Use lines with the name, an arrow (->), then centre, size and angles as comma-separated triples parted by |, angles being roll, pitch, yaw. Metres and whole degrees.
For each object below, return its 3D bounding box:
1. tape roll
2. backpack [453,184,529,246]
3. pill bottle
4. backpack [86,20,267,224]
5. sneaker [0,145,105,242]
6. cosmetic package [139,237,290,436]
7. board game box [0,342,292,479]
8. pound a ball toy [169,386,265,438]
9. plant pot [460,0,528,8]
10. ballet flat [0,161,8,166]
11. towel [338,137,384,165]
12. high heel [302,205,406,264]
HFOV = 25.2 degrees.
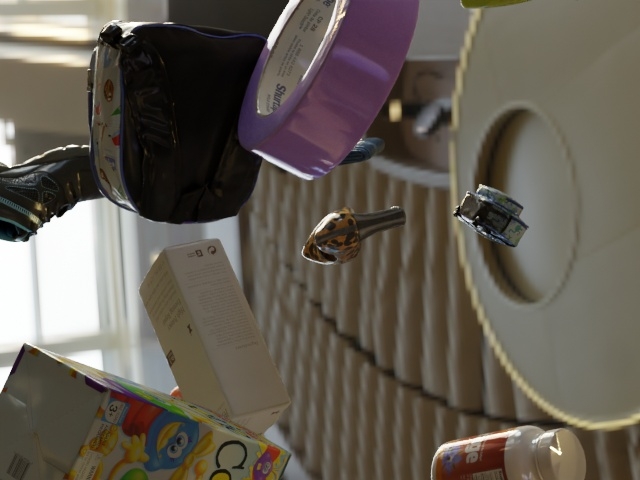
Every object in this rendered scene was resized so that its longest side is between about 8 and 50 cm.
tape roll -> 0.006, -0.213, 1.718 | 0.275, 0.090, 0.275 | -52, -157, 33
backpack -> 0.314, -0.043, 2.551 | 0.084, 0.114, 0.105 | -57, -156, 0
pill bottle -> 0.283, 0.344, 2.143 | 0.216, 0.121, 0.121 | -20, -106, 40
backpack -> -0.197, -0.155, 1.923 | 0.213, 0.276, 0.263 | 8, -85, 61
sneaker -> -0.455, -0.059, 2.260 | 0.125, 0.341, 0.140 | -54, -127, 53
cosmetic package -> -0.131, 0.127, 1.729 | 0.231, 0.085, 0.117 | 65, -32, 21
board game box -> -0.185, 0.221, 1.428 | 0.144, 0.275, 0.142 | 21, -96, 42
pound a ball toy -> -0.243, 0.296, 2.119 | 0.208, 0.319, 0.136 | -173, -113, -88
plant pot -> 0.326, -0.480, 2.097 | 0.207, 0.227, 0.228 | 6, -56, 24
ballet flat -> -0.583, -0.114, 2.456 | 0.221, 0.079, 0.077 | 17, -82, 35
towel -> 0.065, -0.153, 2.422 | 0.119, 0.067, 0.029 | -36, 116, -69
high heel -> 0.000, 0.000, 2.453 | 0.261, 0.186, 0.093 | -23, -96, 49
